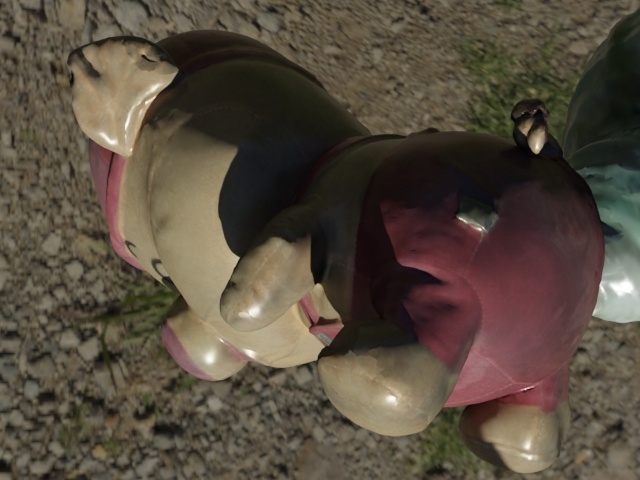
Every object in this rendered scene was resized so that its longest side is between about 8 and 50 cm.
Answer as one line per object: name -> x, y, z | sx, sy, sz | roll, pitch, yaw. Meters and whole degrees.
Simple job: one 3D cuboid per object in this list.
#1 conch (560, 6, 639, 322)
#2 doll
conch -> 0.233, -0.039, 0.631 | 0.277, 0.195, 0.220 | -27, 79, -18
doll -> -0.003, 0.002, 0.518 | 0.152, 0.255, 0.196 | -41, 140, -25
